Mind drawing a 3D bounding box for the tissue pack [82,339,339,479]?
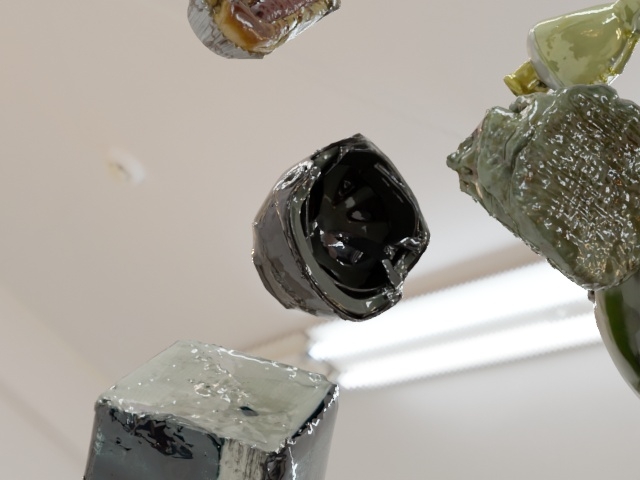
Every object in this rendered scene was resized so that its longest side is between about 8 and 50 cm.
[{"bbox_3d":[-0.142,0.354,1.738,0.253,0.264,0.416,15,-72,12],"label":"tissue pack"}]

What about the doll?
[{"bbox_3d":[0.380,-0.267,1.927,0.296,0.117,0.141,-26,-31,26],"label":"doll"}]

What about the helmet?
[{"bbox_3d":[0.000,0.000,2.017,0.177,0.305,0.225,-19,-73,42],"label":"helmet"}]

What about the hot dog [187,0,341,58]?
[{"bbox_3d":[-0.064,-0.279,1.707,0.069,0.253,0.131,-40,-94,36],"label":"hot dog"}]

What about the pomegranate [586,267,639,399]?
[{"bbox_3d":[0.421,0.056,1.355,0.358,0.216,0.310,3,-55,14],"label":"pomegranate"}]

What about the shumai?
[{"bbox_3d":[0.192,-0.036,1.258,0.184,0.184,0.142,44,-26,-10],"label":"shumai"}]
